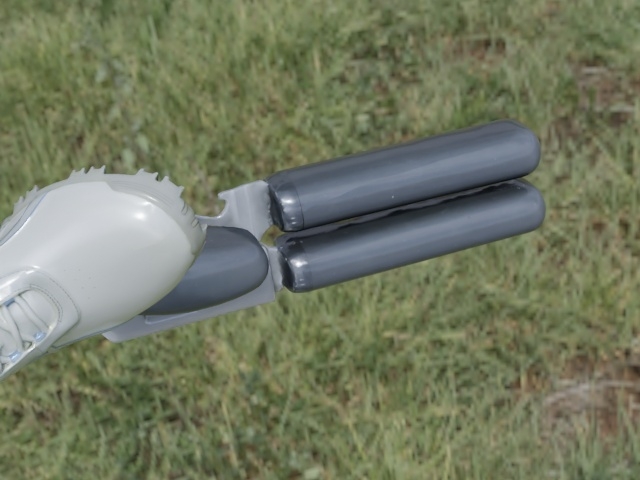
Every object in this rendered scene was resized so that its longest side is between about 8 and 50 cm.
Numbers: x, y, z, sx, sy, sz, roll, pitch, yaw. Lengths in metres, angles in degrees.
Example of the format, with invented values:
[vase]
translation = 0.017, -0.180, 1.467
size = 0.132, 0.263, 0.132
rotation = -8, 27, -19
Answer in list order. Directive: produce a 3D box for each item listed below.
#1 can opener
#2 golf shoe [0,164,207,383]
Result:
[can opener]
translation = 0.000, 0.000, 0.759
size = 0.280, 0.074, 0.093
rotation = -16, 27, -16
[golf shoe]
translation = -0.123, 0.034, 0.529
size = 0.176, 0.069, 0.086
rotation = -24, 30, 23
